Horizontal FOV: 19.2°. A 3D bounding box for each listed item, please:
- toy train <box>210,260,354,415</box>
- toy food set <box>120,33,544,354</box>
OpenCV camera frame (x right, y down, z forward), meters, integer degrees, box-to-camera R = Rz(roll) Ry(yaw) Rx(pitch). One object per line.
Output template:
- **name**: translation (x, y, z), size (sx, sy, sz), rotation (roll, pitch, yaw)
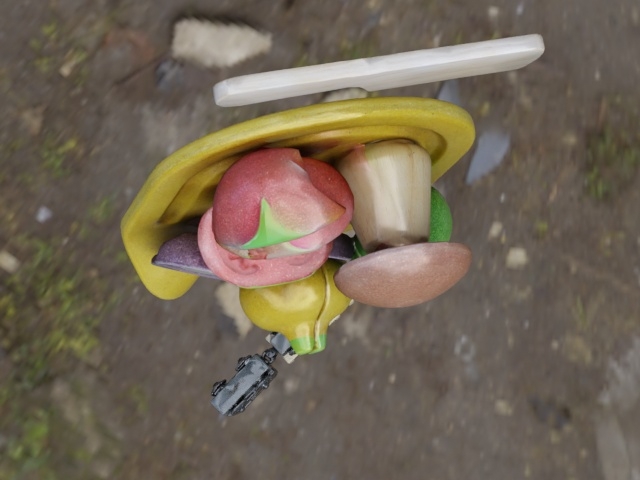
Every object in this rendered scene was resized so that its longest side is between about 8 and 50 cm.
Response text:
- **toy train**: translation (-0.008, 0.053, 1.208), size (0.158, 0.036, 0.027), rotation (-45, 77, 0)
- **toy food set**: translation (0.000, 0.000, 0.720), size (0.128, 0.218, 0.071), rotation (-7, 76, -18)
